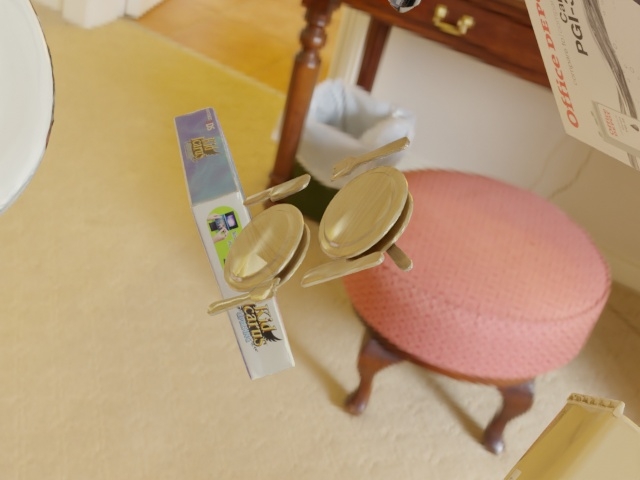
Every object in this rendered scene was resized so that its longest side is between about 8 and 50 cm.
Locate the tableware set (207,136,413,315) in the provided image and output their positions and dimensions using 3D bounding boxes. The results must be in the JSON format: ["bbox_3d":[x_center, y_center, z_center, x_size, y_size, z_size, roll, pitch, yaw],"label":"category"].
[{"bbox_3d":[0.000,0.000,0.846,0.039,0.194,0.128,41,48,-32],"label":"tableware set"}]

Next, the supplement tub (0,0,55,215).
[{"bbox_3d":[-0.187,-0.038,0.360,0.190,0.117,0.117,-13,9,44],"label":"supplement tub"}]

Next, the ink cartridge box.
[{"bbox_3d":[0.290,-0.151,0.824,0.117,0.207,0.283,-30,30,-9],"label":"ink cartridge box"}]

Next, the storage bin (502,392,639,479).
[{"bbox_3d":[0.221,0.284,0.985,0.123,0.262,0.260,40,-3,7],"label":"storage bin"}]

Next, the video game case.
[{"bbox_3d":[-0.108,-0.004,1.286,0.061,0.244,0.269,-17,30,-3],"label":"video game case"}]

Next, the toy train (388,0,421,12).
[{"bbox_3d":[0.078,-0.222,0.753,0.027,0.158,0.036,-23,68,-25],"label":"toy train"}]
